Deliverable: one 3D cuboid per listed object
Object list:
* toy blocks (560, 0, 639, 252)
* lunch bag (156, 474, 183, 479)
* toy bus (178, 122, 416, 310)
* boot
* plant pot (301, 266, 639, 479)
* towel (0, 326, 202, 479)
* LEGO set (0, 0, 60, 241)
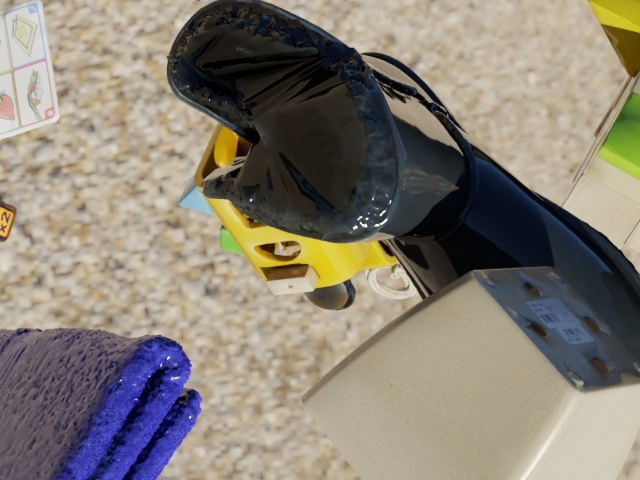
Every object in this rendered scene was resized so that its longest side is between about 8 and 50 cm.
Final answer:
[{"bbox_3d":[0.266,-0.108,1.178,0.381,0.191,0.261,-58,174,-30],"label":"toy blocks"},{"bbox_3d":[-0.082,0.410,1.303,0.239,0.328,0.385,44,64,-33],"label":"lunch bag"},{"bbox_3d":[-0.010,-0.008,1.265,0.202,0.191,0.104,23,51,-1],"label":"toy bus"},{"bbox_3d":[0.048,-0.004,0.775,0.246,0.094,0.207,49,15,14],"label":"boot"},{"bbox_3d":[0.079,0.071,0.735,0.109,0.096,0.109,-1,45,-52],"label":"plant pot"},{"bbox_3d":[-0.211,0.163,1.124,0.076,0.308,0.227,39,67,-26],"label":"towel"},{"bbox_3d":[-0.243,-0.105,0.948,0.060,0.182,0.244,32,45,-67],"label":"LEGO set"}]
